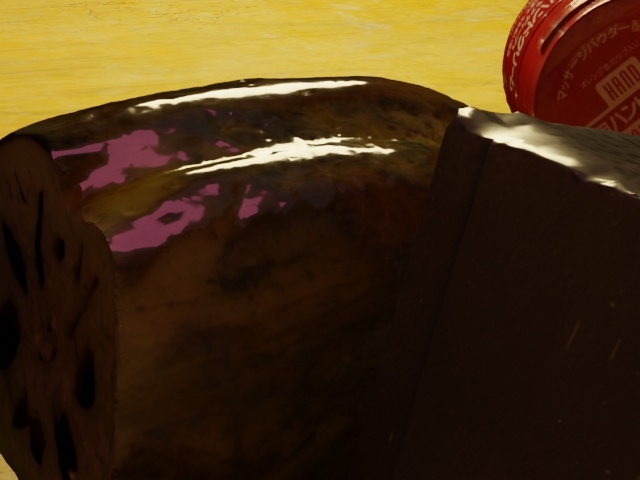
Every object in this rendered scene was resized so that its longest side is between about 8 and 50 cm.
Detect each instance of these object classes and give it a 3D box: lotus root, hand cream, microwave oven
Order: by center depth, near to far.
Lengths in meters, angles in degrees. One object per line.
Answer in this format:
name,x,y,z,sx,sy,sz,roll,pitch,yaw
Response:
microwave oven,0.274,0.127,0.711,0.432,0.236,0.374,4,17,-38
lotus root,-0.012,0.029,1.044,0.346,0.250,0.250,-10,25,-26
hand cream,0.255,-0.135,1.566,0.193,0.193,0.125,-1,20,-9
